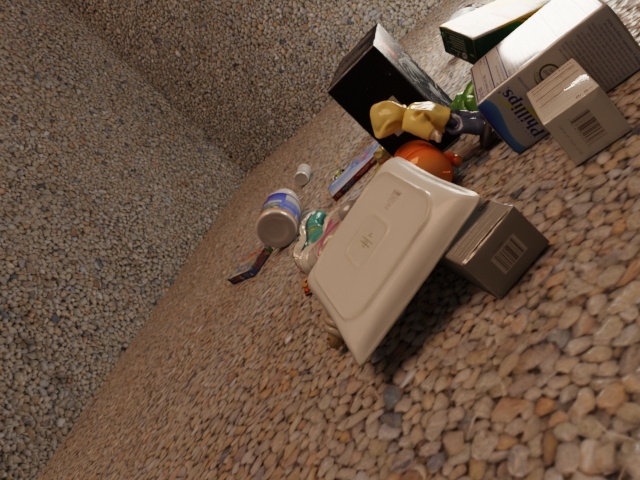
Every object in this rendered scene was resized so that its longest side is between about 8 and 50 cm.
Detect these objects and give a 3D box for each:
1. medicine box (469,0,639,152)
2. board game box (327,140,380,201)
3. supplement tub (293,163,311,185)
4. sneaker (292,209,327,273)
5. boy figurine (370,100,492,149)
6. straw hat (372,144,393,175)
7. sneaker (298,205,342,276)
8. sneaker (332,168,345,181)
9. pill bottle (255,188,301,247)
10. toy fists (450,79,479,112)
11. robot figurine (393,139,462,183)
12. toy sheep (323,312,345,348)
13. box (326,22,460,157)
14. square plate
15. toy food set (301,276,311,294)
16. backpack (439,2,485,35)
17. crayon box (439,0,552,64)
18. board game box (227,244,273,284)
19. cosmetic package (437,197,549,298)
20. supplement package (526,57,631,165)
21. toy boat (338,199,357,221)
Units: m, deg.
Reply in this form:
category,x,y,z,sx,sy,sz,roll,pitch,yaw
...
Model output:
category,x,y,z,sx,sy,sz,roll,pitch,yaw
medicine box,0.479,-0.368,1.182,0.289,0.149,0.263,-38,19,29
board game box,0.140,-0.262,1.996,0.281,0.027,0.145,-44,18,10
supplement tub,-0.083,-0.302,2.565,0.071,0.071,0.107,-40,18,23
sneaker,0.000,0.000,1.663,0.110,0.107,0.275,-19,31,20
boy figurine,0.258,-0.275,1.317,0.286,0.092,0.177,4,34,8
straw hat,0.204,-0.279,1.815,0.144,0.061,0.144,-42,17,16
sneaker,0.054,-0.002,1.501,0.111,0.103,0.252,-6,42,50
sneaker,0.072,-0.247,2.122,0.035,0.031,0.083,-35,20,35
pill bottle,-0.152,-0.097,2.120,0.152,0.152,0.272,-41,18,21
toy fists,0.455,-0.422,1.464,0.279,0.096,0.142,-51,21,-18
robot figurine,0.243,-0.169,1.348,0.219,0.158,0.128,-101,27,-70
toy sheep,0.051,0.159,1.141,0.132,0.091,0.091,-68,19,-5
box,0.213,-0.411,1.599,0.179,0.343,0.312,-41,18,26
square plate,0.101,0.008,1.051,0.343,0.049,0.347,-57,24,8
toy food set,-0.020,0.113,1.533,0.083,0.020,0.083,-41,17,20
backpack,0.537,-0.798,2.099,0.182,0.115,0.152,-51,19,-5
crayon box,0.499,-0.564,1.435,0.323,0.083,0.203,-25,32,0
board game box,-0.277,0.095,2.187,0.201,0.035,0.136,-24,28,53
cosmetic package,0.260,-0.002,0.964,0.127,0.107,0.238,-51,19,-1
supplement package,0.457,-0.235,1.004,0.105,0.105,0.179,-38,18,28
toy boat,0.146,-0.028,1.223,0.267,0.148,0.318,-50,17,-11
